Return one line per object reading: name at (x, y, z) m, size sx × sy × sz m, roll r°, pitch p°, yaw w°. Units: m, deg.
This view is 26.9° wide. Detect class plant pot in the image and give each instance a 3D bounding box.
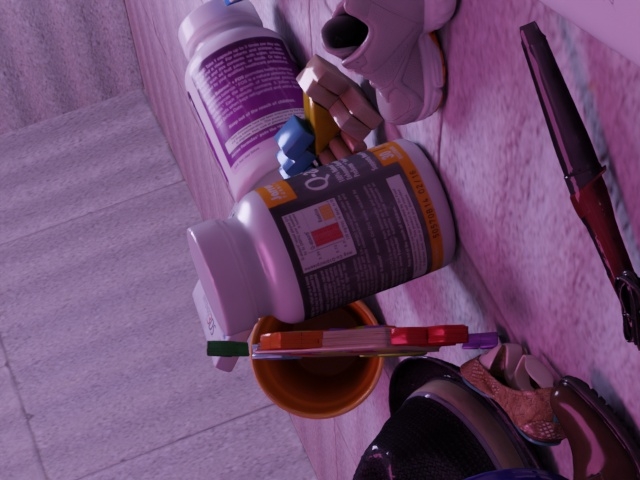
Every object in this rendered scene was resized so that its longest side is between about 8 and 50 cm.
plant pot at (0.002, 0.165, 2.113) m, size 0.188 × 0.205 × 0.205 m, roll -31°, pitch -79°, yaw -85°

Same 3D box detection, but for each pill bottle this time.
pill bottle at (0.000, 0.000, 1.522) m, size 0.162 × 0.279 × 0.162 m, roll 160°, pitch 90°, yaw -79°
pill bottle at (-0.098, -0.203, 1.952) m, size 0.169 × 0.169 × 0.301 m, roll 93°, pitch 154°, yaw -65°

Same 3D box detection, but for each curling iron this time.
curling iron at (0.214, -0.041, 1.029) m, size 0.068 × 0.035 × 0.274 m, roll 158°, pitch 92°, yaw -75°

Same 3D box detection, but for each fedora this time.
fedora at (0.133, 0.307, 1.549) m, size 0.334 × 0.153 × 0.334 m, roll 41°, pitch 146°, yaw 36°

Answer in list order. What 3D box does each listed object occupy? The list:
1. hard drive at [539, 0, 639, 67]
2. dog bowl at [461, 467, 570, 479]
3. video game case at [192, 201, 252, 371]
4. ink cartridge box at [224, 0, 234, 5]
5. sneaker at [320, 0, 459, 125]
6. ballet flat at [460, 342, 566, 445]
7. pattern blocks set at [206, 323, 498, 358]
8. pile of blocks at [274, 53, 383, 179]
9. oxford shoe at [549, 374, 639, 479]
hard drive at (0.161, -0.254, 0.867) m, size 0.353 × 0.047 × 0.233 m, roll -127°, pitch 19°, yaw -55°
dog bowl at (0.176, 0.356, 1.325) m, size 0.104 × 0.265 × 0.264 m, roll -119°, pitch 14°, yaw -52°
video game case at (-0.112, 0.008, 2.160) m, size 0.329 × 0.036 × 0.300 m, roll -63°, pitch 20°, yaw 13°
ink cartridge box at (-0.101, -0.407, 1.829) m, size 0.231 × 0.078 × 0.134 m, roll -164°, pitch 54°, yaw -77°
sneaker at (0.055, -0.194, 1.313) m, size 0.262 × 0.121 × 0.099 m, roll 89°, pitch 159°, yaw -61°
ballet flat at (0.205, 0.144, 1.381) m, size 0.206 × 0.073 × 0.067 m, roll -142°, pitch 59°, yaw -66°
pattern blocks set at (0.037, 0.113, 1.494) m, size 0.285 × 0.325 × 0.026 m, roll 18°, pitch -111°, yaw -67°
pile of blocks at (0.016, -0.054, 1.701) m, size 0.112 × 0.149 × 0.362 m, roll -121°, pitch 16°, yaw -47°
oxford shoe at (0.249, 0.230, 1.191) m, size 0.083 × 0.096 × 0.227 m, roll 94°, pitch 156°, yaw -70°
